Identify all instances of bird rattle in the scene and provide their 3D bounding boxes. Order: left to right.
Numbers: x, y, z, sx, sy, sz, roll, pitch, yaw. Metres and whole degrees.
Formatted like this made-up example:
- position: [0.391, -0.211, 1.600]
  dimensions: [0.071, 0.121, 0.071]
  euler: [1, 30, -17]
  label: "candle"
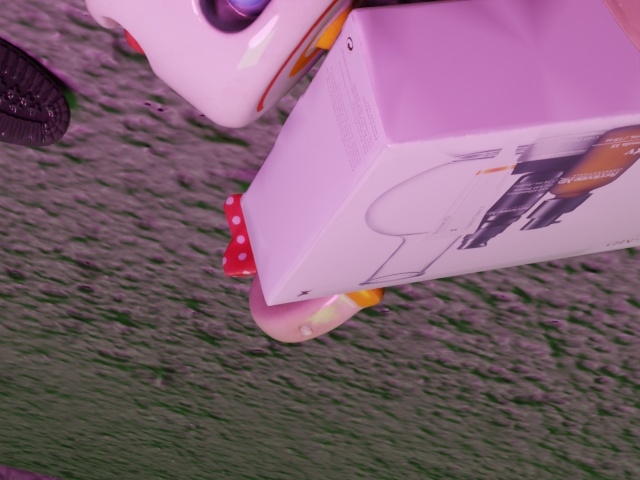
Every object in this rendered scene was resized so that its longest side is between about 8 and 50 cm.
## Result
- position: [0.000, 0.000, 1.313]
  dimensions: [0.253, 0.207, 0.143]
  euler: [-16, 125, 31]
  label: "bird rattle"

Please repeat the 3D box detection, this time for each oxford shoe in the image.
- position: [-0.329, -0.147, 1.307]
  dimensions: [0.227, 0.083, 0.096]
  euler: [24, 172, -23]
  label: "oxford shoe"

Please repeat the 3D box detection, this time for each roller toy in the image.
- position: [-0.039, -0.171, 0.921]
  dimensions: [0.146, 0.191, 0.209]
  euler: [41, 142, 1]
  label: "roller toy"

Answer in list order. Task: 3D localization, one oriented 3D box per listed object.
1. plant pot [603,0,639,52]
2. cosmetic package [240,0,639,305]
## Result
- position: [0.290, -0.191, 0.742]
  dimensions: [0.263, 0.263, 0.229]
  euler: [22, 136, -20]
  label: "plant pot"
- position: [0.162, -0.067, 1.019]
  dimensions: [0.377, 0.097, 0.284]
  euler: [-9, 164, -20]
  label: "cosmetic package"
